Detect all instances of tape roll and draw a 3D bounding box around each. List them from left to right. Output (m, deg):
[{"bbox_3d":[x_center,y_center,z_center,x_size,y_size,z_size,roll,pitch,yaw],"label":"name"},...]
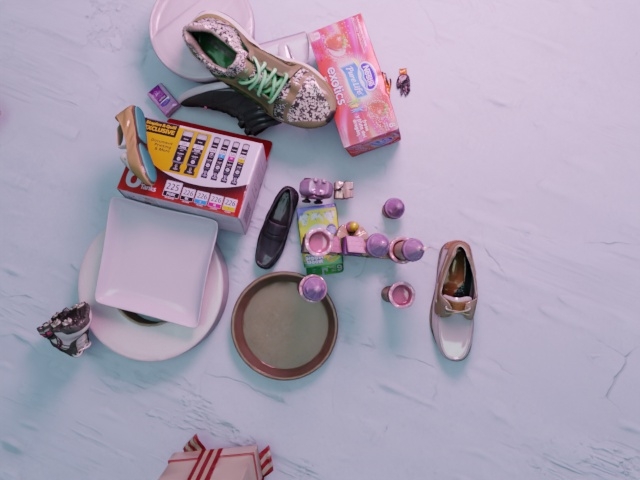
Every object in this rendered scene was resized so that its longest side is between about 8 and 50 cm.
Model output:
[{"bbox_3d":[-0.433,0.115,1.550,0.391,0.072,0.393,0,87,5],"label":"tape roll"}]

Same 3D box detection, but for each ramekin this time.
[{"bbox_3d":[-0.292,-0.531,1.538,0.272,0.127,0.273,0,88,5],"label":"ramekin"}]

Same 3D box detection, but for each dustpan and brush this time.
[{"bbox_3d":[-0.082,-0.438,1.550,0.147,0.060,0.211,-14,87,4],"label":"dustpan and brush"}]

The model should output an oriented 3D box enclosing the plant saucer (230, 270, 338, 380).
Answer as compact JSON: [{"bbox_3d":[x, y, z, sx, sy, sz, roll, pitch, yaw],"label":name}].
[{"bbox_3d":[-0.092,0.217,1.534,0.277,0.041,0.278,0,88,4],"label":"plant saucer"}]

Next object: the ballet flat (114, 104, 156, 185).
[{"bbox_3d":[-0.438,-0.214,1.401,0.073,0.080,0.233,-21,61,5],"label":"ballet flat"}]

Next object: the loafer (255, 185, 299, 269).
[{"bbox_3d":[-0.116,-0.034,1.526,0.076,0.078,0.224,20,89,6],"label":"loafer"}]

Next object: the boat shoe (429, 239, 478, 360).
[{"bbox_3d":[0.329,0.150,1.470,0.113,0.103,0.303,-2,88,5],"label":"boat shoe"}]

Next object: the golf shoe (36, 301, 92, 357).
[{"bbox_3d":[-0.611,0.228,1.490,0.105,0.272,0.120,-43,105,-33],"label":"golf shoe"}]

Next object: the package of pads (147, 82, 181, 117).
[{"bbox_3d":[-0.416,-0.373,1.589,0.050,0.032,0.083,-41,85,-1],"label":"package of pads"}]

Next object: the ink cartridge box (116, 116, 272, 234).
[{"bbox_3d":[-0.302,-0.190,1.492,0.309,0.130,0.272,13,72,5],"label":"ink cartridge box"}]

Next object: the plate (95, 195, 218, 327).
[{"bbox_3d":[-0.403,0.052,1.475,0.277,0.045,0.278,13,100,5],"label":"plate"}]

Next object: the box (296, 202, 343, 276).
[{"bbox_3d":[0.000,0.000,1.534,0.105,0.043,0.179,-8,89,3],"label":"box"}]

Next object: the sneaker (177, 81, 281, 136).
[{"bbox_3d":[-0.228,-0.335,1.538,0.295,0.104,0.147,-5,104,16],"label":"sneaker"}]

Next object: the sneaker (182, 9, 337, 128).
[{"bbox_3d":[-0.154,-0.377,1.368,0.410,0.182,0.158,30,111,-1],"label":"sneaker"}]

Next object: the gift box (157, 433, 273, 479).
[{"bbox_3d":[-0.249,0.622,1.418,0.254,0.258,0.277,-3,95,5],"label":"gift box"}]

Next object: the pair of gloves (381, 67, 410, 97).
[{"bbox_3d":[0.192,-0.408,1.552,0.083,0.010,0.074,-9,86,2],"label":"pair of gloves"}]

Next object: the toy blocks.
[{"bbox_3d":[0.094,-0.002,1.387,0.288,0.260,0.309,4,85,-9],"label":"toy blocks"}]

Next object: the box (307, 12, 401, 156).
[{"bbox_3d":[0.089,-0.378,1.484,0.142,0.154,0.300,-18,85,9],"label":"box"}]
